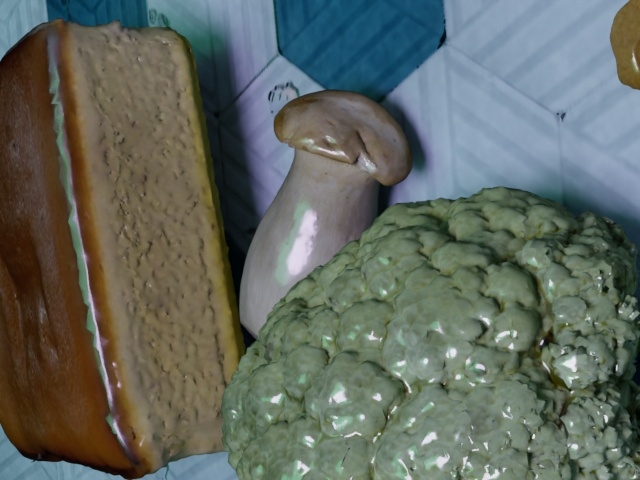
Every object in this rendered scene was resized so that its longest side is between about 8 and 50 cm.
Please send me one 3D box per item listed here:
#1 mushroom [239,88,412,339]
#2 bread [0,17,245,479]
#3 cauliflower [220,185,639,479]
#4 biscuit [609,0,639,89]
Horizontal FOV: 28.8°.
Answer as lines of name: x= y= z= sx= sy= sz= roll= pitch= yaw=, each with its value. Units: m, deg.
mushroom: x=-0.001 y=0.000 z=0.865 sx=0.097 sy=0.088 sz=0.212 roll=44 pitch=127 yaw=37
bread: x=-0.187 y=0.017 z=1.012 sx=0.324 sy=0.143 sz=0.333 roll=-18 pitch=82 yaw=61
cauliflower: x=0.088 y=0.103 z=0.722 sx=0.272 sy=0.275 sz=0.250 roll=-37 pitch=108 yaw=14
biscuit: x=0.239 y=-0.087 z=0.605 sx=0.225 sy=0.036 sz=0.166 roll=45 pitch=127 yaw=35
